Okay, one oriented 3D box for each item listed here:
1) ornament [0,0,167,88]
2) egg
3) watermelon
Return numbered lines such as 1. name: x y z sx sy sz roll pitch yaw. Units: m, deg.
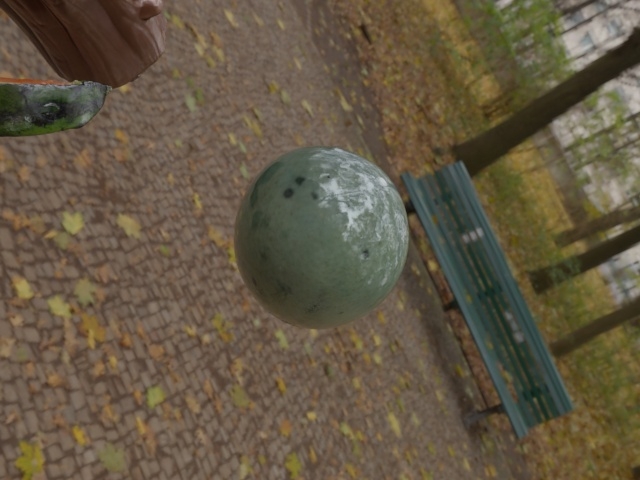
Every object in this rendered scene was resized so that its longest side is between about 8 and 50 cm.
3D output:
1. ornament: -0.322 -0.333 1.050 0.218 0.235 0.221 70 2 -59
2. egg: 0.000 0.000 0.772 0.236 0.169 0.169 114 -47 -74
3. watermelon: -0.377 -0.173 0.952 0.119 0.245 0.063 -111 -157 -60
